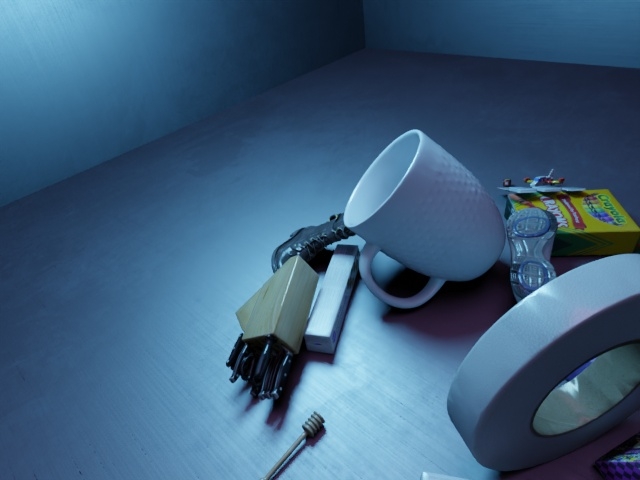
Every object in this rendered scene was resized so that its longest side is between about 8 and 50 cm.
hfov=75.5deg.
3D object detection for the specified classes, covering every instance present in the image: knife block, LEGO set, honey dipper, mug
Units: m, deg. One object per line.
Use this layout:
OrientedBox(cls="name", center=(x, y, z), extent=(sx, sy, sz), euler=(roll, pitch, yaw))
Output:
OrientedBox(cls="knife block", center=(-0.084, 0.190, 0.891), extent=(0.275, 0.088, 0.242), euler=(-45, 32, -3))
OrientedBox(cls="LEGO set", center=(0.645, -0.179, 1.247), extent=(0.182, 0.060, 0.244), euler=(-2, 11, 5))
OrientedBox(cls="honey dipper", center=(-0.055, 0.383, 0.757), extent=(0.030, 0.030, 0.160), euler=(26, 53, 37))
OrientedBox(cls="mug", center=(0.241, -0.016, 0.996), extent=(0.374, 0.328, 0.276), euler=(-58, 15, -5))

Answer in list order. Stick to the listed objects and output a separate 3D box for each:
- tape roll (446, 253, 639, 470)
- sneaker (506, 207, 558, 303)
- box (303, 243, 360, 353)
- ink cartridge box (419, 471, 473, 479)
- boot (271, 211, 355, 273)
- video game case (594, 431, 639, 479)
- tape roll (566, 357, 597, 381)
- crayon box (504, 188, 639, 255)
OrientedBox(cls="tape roll", center=(0.377, 0.196, 0.611), extent=(0.392, 0.392, 0.072), euler=(-16, 37, -9))
OrientedBox(cls="sneaker", center=(0.489, 0.044, 0.974), extent=(0.111, 0.129, 0.297), euler=(7, 52, 25))
OrientedBox(cls="box", center=(0.037, 0.131, 1.034), extent=(0.067, 0.063, 0.324), euler=(2, 38, 17))
OrientedBox(cls="ink cartridge box", center=(0.208, 0.453, 0.556), extent=(0.158, 0.092, 0.218), euler=(2, 40, 15))
OrientedBox(cls="boot", center=(0.000, 0.000, 1.115), extent=(0.229, 0.091, 0.263), euler=(-22, 25, 34))
OrientedBox(cls="video game case", center=(0.553, 0.287, 0.591), extent=(0.210, 0.232, 0.042), euler=(-19, 65, -14))
OrientedBox(cls="tape roll", center=(0.544, 0.196, 0.828), extent=(0.189, 0.080, 0.189), euler=(-7, 37, 5))
OrientedBox(cls="crayon box", center=(0.692, -0.051, 1.119), extent=(0.318, 0.081, 0.202), euler=(-2, 37, 9))
